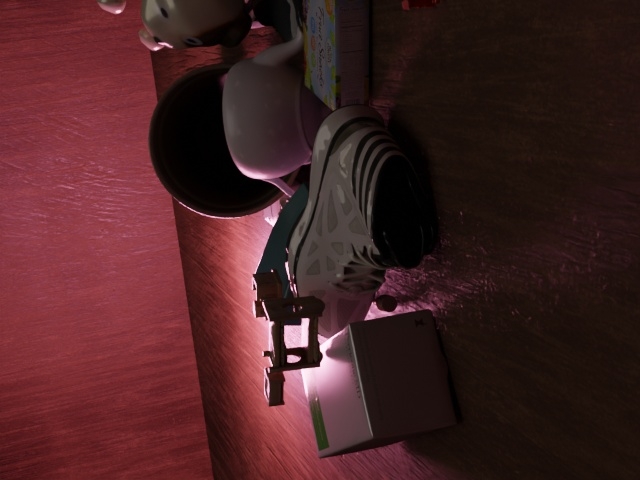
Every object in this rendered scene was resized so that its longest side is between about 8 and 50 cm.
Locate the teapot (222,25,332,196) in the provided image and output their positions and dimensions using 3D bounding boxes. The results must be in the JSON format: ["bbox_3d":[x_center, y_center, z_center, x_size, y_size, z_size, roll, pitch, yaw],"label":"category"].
[{"bbox_3d":[-0.066,-0.234,1.976,0.256,0.187,0.253,56,-146,-63],"label":"teapot"}]

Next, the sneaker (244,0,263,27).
[{"bbox_3d":[-0.145,-0.532,2.232,0.217,0.079,0.121,-177,82,-66],"label":"sneaker"}]

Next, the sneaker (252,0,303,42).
[{"bbox_3d":[-0.074,-0.430,2.031,0.222,0.083,0.118,166,93,-72],"label":"sneaker"}]

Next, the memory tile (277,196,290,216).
[{"bbox_3d":[-0.021,-0.025,2.064,0.148,0.012,0.113,26,141,14],"label":"memory tile"}]

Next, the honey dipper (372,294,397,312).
[{"bbox_3d":[0.102,0.111,1.880,0.160,0.030,0.031,-177,77,-76],"label":"honey dipper"}]

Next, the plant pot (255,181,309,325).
[{"bbox_3d":[-0.001,0.018,1.923,0.166,0.165,0.234,-119,39,-51],"label":"plant pot"}]

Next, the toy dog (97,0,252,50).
[{"bbox_3d":[-0.254,-0.540,2.084,0.408,0.395,0.285,-98,-18,-45],"label":"toy dog"}]

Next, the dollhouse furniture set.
[{"bbox_3d":[-0.057,0.166,1.809,0.161,0.101,0.182,-117,26,-58],"label":"dollhouse furniture set"}]

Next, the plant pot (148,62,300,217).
[{"bbox_3d":[-0.199,-0.224,2.247,0.280,0.323,0.323,-107,9,-81],"label":"plant pot"}]

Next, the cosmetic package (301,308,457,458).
[{"bbox_3d":[0.090,0.258,1.790,0.365,0.155,0.197,125,135,-68],"label":"cosmetic package"}]

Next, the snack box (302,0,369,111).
[{"bbox_3d":[0.025,-0.346,1.781,0.174,0.070,0.207,-127,30,-57],"label":"snack box"}]

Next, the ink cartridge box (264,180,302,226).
[{"bbox_3d":[-0.077,-0.080,2.286,0.180,0.060,0.104,-143,46,-66],"label":"ink cartridge box"}]

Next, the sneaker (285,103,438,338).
[{"bbox_3d":[0.062,0.027,1.698,0.257,0.169,0.448,-121,31,-53],"label":"sneaker"}]

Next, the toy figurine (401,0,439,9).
[{"bbox_3d":[0.043,-0.490,1.389,0.191,0.217,0.363,-176,76,-73],"label":"toy figurine"}]
